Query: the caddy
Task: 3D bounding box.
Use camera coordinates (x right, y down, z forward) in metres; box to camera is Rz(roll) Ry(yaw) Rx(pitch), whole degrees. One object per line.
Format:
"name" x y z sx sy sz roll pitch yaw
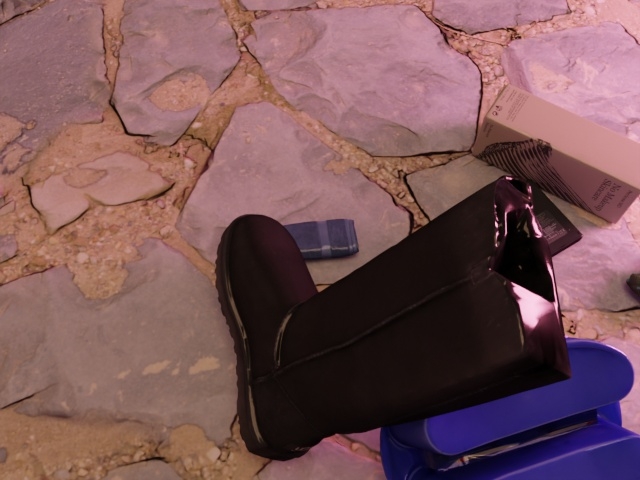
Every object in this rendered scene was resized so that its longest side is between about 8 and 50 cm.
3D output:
"caddy" 0.249 0.250 0.835 0.342 0.179 0.241 -14 85 -9

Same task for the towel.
"towel" 0.000 0.000 1.052 0.120 0.029 0.067 -5 60 -5

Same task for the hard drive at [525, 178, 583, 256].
"hard drive" 0.356 -0.034 1.084 0.094 0.022 0.135 -28 65 -16

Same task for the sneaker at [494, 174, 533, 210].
"sneaker" 0.259 -0.007 0.998 0.087 0.130 0.227 27 75 21

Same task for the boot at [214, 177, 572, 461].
"boot" 0.050 0.046 0.793 0.146 0.445 0.366 5 62 -38

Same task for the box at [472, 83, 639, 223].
"box" 0.407 -0.147 1.102 0.275 0.113 0.094 29 64 16

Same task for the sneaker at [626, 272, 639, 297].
"sneaker" 0.551 0.038 1.028 0.167 0.065 0.076 -38 64 -22
